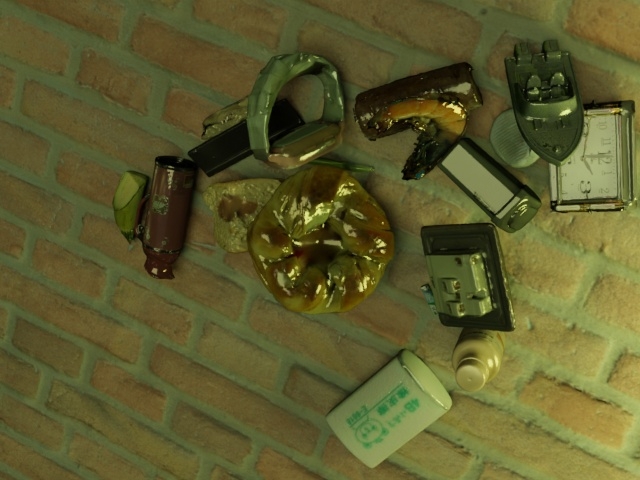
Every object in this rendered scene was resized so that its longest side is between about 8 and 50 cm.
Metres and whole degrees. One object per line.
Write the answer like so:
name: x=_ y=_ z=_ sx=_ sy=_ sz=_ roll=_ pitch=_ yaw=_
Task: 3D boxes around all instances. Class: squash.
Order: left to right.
squash: x=-0.525 y=-0.083 z=2.165 sx=0.090 sy=0.075 sz=0.200 roll=20 pitch=109 yaw=21

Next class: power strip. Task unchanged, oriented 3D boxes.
power strip: x=0.321 y=0.090 z=1.847 sx=0.251 sy=0.092 sz=0.256 roll=-1 pitch=104 yaw=65

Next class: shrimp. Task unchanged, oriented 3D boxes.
shrimp: x=0.202 y=-0.230 z=1.798 sx=0.223 sy=0.054 sz=0.290 roll=4 pitch=146 yaw=-15

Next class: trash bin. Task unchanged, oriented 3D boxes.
trash bin: x=0.383 y=-0.125 z=1.793 sx=0.236 sy=0.177 sz=0.101 roll=44 pitch=110 yaw=7

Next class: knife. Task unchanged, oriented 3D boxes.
knife: x=0.043 y=-0.188 z=1.974 sx=0.184 sy=0.026 sz=0.022 roll=11 pitch=103 yaw=19

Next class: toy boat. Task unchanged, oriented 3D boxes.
toy boat: x=0.477 y=-0.286 z=1.675 sx=0.141 sy=0.092 sz=0.319 roll=-5 pitch=58 yaw=5

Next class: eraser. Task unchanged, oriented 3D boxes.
eraser: x=0.174 y=0.432 z=2.046 sx=0.189 sy=0.104 sz=0.290 roll=45 pitch=113 yaw=-1

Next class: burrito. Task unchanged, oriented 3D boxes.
burrito: x=-0.212 y=-0.317 z=2.012 sx=0.230 sy=0.058 sz=0.063 roll=-24 pitch=100 yaw=25

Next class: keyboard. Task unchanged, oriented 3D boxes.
keyboard: x=-0.188 y=-0.254 z=2.018 sx=0.310 sy=0.018 sz=0.101 roll=-25 pitch=125 yaw=23

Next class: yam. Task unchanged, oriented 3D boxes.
yam: x=0.222 y=-0.321 z=1.827 sx=0.280 sy=0.131 sz=0.131 roll=-15 pitch=98 yaw=20

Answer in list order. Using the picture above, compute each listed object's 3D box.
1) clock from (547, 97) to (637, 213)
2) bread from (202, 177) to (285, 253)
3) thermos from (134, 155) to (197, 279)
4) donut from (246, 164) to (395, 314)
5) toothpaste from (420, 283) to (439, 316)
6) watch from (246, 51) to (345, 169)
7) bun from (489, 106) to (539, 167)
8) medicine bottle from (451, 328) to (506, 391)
clock: x=0.595 y=-0.186 z=1.755 sx=0.187 sy=0.083 sz=0.253 roll=-1 pitch=103 yaw=19
bread: x=-0.168 y=-0.070 z=2.048 sx=0.211 sy=0.224 sz=0.183 roll=-10 pitch=95 yaw=-21
thermos: x=-0.422 y=-0.054 z=2.113 sx=0.136 sy=0.109 sz=0.330 roll=10 pitch=108 yaw=-10
donut: x=0.000 y=0.000 z=1.900 sx=0.361 sy=0.170 sz=0.360 roll=-1 pitch=93 yaw=-14
toothpaste: x=0.276 y=0.148 z=1.983 sx=0.020 sy=0.017 sz=0.083 roll=-24 pitch=95 yaw=22
watch: x=-0.059 y=-0.315 z=1.868 sx=0.162 sy=0.253 sz=0.241 roll=17 pitch=131 yaw=58
bun: x=0.450 y=-0.234 z=1.783 sx=0.141 sy=0.083 sz=0.140 roll=32 pitch=130 yaw=48
medicine bottle: x=0.365 y=0.272 z=1.857 sx=0.114 sy=0.252 sz=0.114 roll=5 pitch=106 yaw=18
